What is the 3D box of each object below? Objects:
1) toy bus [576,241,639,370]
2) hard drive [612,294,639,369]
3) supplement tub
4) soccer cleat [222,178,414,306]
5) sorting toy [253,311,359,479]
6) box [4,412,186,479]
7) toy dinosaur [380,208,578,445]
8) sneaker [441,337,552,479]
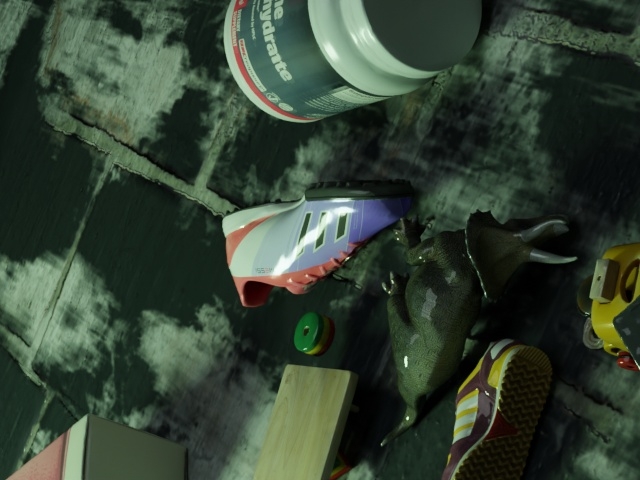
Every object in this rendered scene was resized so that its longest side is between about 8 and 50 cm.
[{"bbox_3d":[0.281,0.049,1.604,0.202,0.104,0.191,-53,33,23],"label":"toy bus"},{"bbox_3d":[0.399,0.058,1.367,0.339,0.064,0.237,-45,61,32],"label":"hard drive"},{"bbox_3d":[0.033,-0.246,2.104,0.272,0.191,0.191,-12,60,55],"label":"supplement tub"},{"bbox_3d":[0.000,0.000,2.106,0.318,0.108,0.116,-14,79,52],"label":"soccer cleat"},{"bbox_3d":[-0.006,0.215,2.009,0.132,0.046,0.275,-1,70,58],"label":"sorting toy"},{"bbox_3d":[-0.286,0.331,2.277,0.232,0.148,0.127,-38,40,39],"label":"box"},{"bbox_3d":[0.112,0.070,1.839,0.313,0.121,0.160,-56,15,13],"label":"toy dinosaur"},{"bbox_3d":[0.156,0.182,1.764,0.185,0.069,0.084,-64,21,-5],"label":"sneaker"}]
